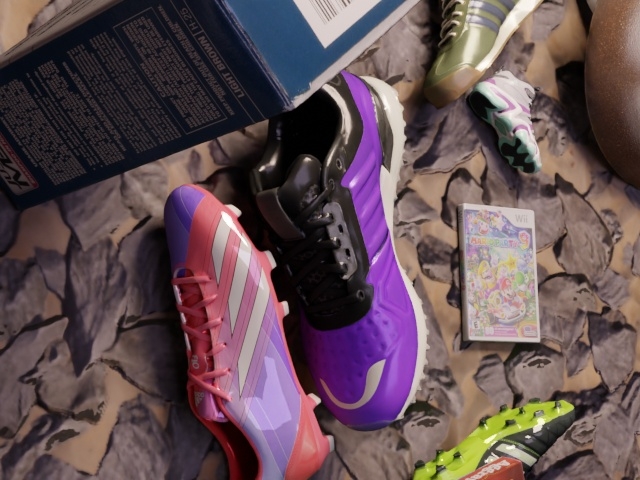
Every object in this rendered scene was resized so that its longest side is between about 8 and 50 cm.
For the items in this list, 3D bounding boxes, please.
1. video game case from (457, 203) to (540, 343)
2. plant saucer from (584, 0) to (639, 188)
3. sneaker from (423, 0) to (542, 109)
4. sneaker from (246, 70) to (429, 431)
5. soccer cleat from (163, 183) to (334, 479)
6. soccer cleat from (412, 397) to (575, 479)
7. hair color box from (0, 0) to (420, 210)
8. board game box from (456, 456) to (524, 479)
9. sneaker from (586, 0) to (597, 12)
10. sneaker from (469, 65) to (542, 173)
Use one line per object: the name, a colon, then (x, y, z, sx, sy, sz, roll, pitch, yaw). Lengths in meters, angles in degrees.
video game case: (0.160, 0.030, 1.390, 0.087, 0.011, 0.122, 4, 80, -36)
plant saucer: (0.383, -0.188, 1.495, 0.311, 0.050, 0.310, -12, 113, -31)
sneaker: (0.130, -0.204, 1.379, 0.086, 0.064, 0.192, 48, 58, -12)
sneaker: (-0.001, 0.000, 1.195, 0.146, 0.102, 0.293, 17, 63, -57)
soccer cleat: (-0.071, 0.080, 1.169, 0.095, 0.083, 0.248, -28, 102, -32)
soccer cleat: (0.152, 0.193, 1.333, 0.179, 0.060, 0.072, -25, 108, -30)
hair color box: (-0.092, -0.133, 1.016, 0.174, 0.347, 0.105, -44, 108, -33)
board game box: (0.130, 0.335, 1.275, 0.145, 0.027, 0.281, -21, 106, -37)
sneaker: (0.344, -0.346, 1.505, 0.105, 0.147, 0.295, 31, 66, -31)
sneaker: (0.185, -0.115, 1.415, 0.069, 0.038, 0.098, -44, 109, -32)
